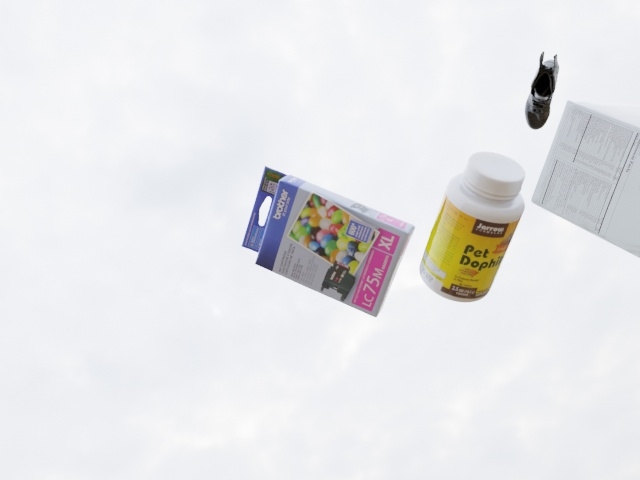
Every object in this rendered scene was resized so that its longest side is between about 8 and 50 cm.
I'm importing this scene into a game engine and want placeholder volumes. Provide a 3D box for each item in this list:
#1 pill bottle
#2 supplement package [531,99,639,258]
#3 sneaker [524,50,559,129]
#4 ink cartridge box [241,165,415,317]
[{"bbox_3d":[0.228,-0.020,1.140,0.117,0.117,0.215,-6,-50,-25],"label":"pill bottle"},{"bbox_3d":[0.429,-0.079,0.992,0.194,0.203,0.149,-6,-60,-39],"label":"supplement package"},{"bbox_3d":[0.423,-0.284,1.475,0.089,0.051,0.170,-48,-30,-56],"label":"sneaker"},{"bbox_3d":[0.000,0.000,1.449,0.065,0.311,0.185,-39,-30,-63],"label":"ink cartridge box"}]
